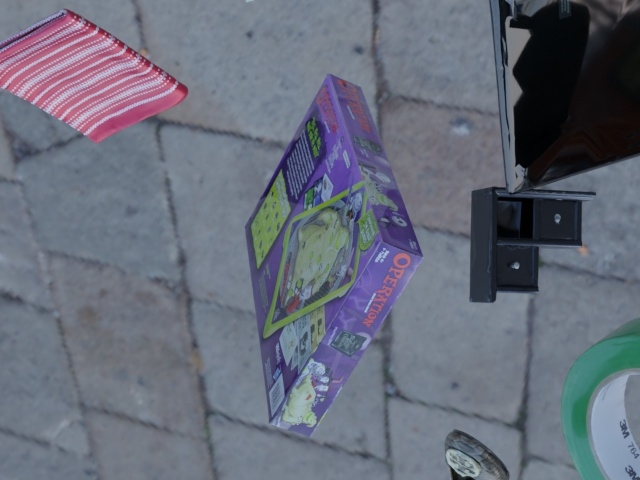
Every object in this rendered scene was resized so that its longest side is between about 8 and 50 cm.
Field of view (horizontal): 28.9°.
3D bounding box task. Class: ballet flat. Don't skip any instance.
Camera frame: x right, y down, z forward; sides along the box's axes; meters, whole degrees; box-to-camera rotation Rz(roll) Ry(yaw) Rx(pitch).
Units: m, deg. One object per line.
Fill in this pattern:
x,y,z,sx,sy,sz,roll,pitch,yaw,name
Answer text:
0.187,0.302,1.535,0.084,0.058,0.250,36,162,24,ballet flat

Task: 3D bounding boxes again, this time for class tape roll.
0.449,0.250,1.533,0.321,0.077,0.321,29,132,39,tape roll

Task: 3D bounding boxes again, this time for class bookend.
0.289,0.009,1.699,0.156,0.157,0.072,3,177,-16,bookend

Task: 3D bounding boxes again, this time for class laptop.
0.367,-0.304,1.457,0.407,0.236,0.382,-18,145,0,laptop

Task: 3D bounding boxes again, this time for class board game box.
0.000,0.000,1.189,0.056,0.347,0.208,17,117,-17,board game box

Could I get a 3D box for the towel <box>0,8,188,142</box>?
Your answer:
-0.346,-0.233,1.804,0.198,0.031,0.275,-21,152,25,towel
